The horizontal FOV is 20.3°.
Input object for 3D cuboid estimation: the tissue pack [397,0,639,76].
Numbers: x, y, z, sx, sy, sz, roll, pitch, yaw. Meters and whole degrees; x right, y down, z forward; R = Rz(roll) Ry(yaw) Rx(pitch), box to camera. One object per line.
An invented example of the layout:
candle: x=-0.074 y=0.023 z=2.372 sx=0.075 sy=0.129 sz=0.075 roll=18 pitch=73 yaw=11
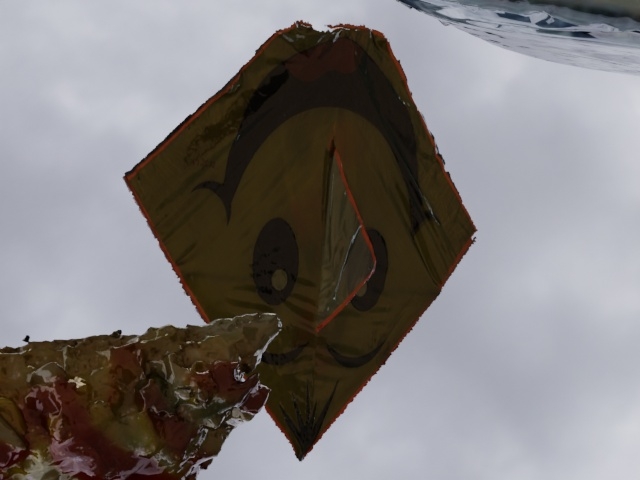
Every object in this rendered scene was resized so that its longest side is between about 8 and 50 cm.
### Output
tissue pack: x=0.121 y=-0.097 z=0.635 sx=0.235 sy=0.173 sz=0.073 roll=-7 pitch=-73 yaw=-73

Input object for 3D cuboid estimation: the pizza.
pizza: x=-0.099 y=0.093 z=0.769 sx=0.188 sy=0.199 sz=0.062 roll=55 pitch=-173 yaw=-49

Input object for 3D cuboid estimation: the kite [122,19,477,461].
kite: x=-0.002 y=0.000 z=1.313 sx=0.378 sy=0.013 sz=0.327 roll=3 pitch=-88 yaw=-47
